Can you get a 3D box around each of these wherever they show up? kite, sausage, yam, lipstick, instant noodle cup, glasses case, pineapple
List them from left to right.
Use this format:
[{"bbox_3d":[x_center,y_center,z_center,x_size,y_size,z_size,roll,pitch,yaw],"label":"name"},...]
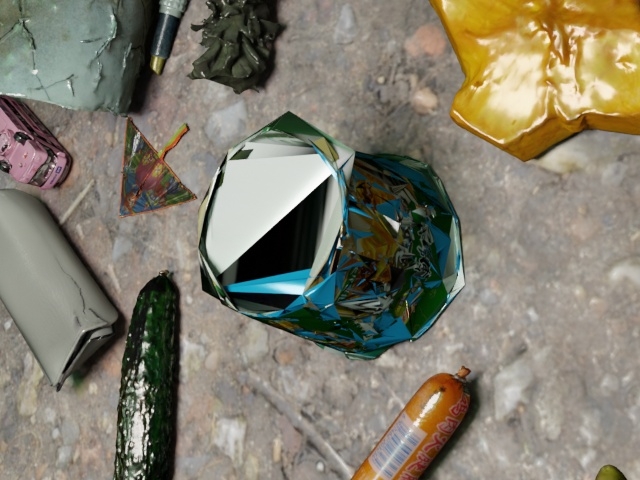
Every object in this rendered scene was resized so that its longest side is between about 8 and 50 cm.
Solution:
[{"bbox_3d":[-0.369,0.063,1.332,0.308,0.083,0.128,48,114,34],"label":"glasses case"},{"bbox_3d":[-0.325,-0.325,1.293,0.241,0.241,0.348,10,84,38],"label":"yam"},{"bbox_3d":[-0.222,-0.092,1.302,0.190,0.010,0.159,46,107,34],"label":"kite"},{"bbox_3d":[-0.207,-0.277,1.320,0.037,0.037,0.116,21,97,38],"label":"lipstick"},{"bbox_3d":[-0.100,-0.303,1.194,0.128,0.128,0.248,9,89,38],"label":"pineapple"},{"bbox_3d":[0.000,0.000,1.008,0.240,0.178,0.240,-9,74,34],"label":"instant noodle cup"},{"bbox_3d":[0.044,0.262,0.993,0.053,0.053,0.348,44,106,35],"label":"sausage"}]

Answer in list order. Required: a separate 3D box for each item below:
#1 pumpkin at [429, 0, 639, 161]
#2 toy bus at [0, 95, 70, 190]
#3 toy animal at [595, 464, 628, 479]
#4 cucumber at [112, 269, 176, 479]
[{"bbox_3d":[0.226,-0.197,0.939,0.258,0.095,0.290,-19,72,28],"label":"pumpkin"},{"bbox_3d":[-0.435,-0.149,1.424,0.203,0.090,0.063,44,107,36],"label":"toy bus"},{"bbox_3d":[0.381,0.195,0.686,0.363,0.181,0.180,-18,78,34],"label":"toy animal"},{"bbox_3d":[-0.208,0.177,1.196,0.067,0.067,0.294,-7,75,36],"label":"cucumber"}]
